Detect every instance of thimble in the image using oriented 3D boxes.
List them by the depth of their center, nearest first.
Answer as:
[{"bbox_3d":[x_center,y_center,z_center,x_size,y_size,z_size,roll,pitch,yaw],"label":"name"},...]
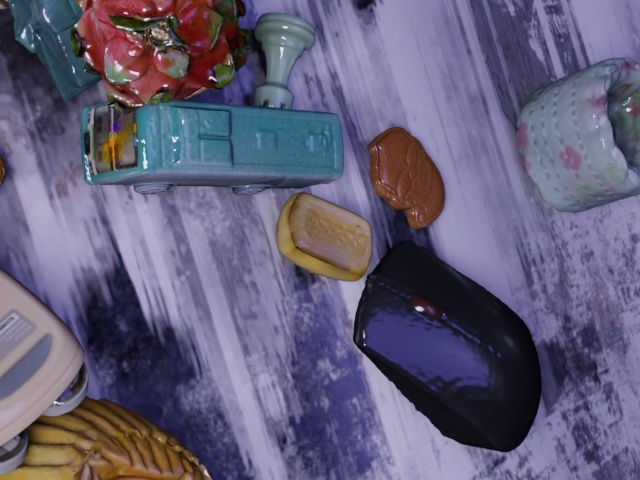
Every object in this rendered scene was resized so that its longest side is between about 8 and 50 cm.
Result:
[{"bbox_3d":[0.381,-0.148,1.434,0.211,0.149,0.185,-44,107,-41],"label":"thimble"}]

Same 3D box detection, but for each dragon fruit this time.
[{"bbox_3d":[-0.124,-0.191,0.892,0.236,0.135,0.137,-48,131,-59],"label":"dragon fruit"}]

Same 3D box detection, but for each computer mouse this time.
[{"bbox_3d":[-0.288,0.069,0.761,0.237,0.082,0.145,34,47,5],"label":"computer mouse"},{"bbox_3d":[0.166,0.127,1.203,0.295,0.087,0.168,41,58,-25],"label":"computer mouse"}]

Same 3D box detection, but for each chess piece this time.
[{"bbox_3d":[-0.045,-0.185,1.111,0.067,0.067,0.103,18,77,-39],"label":"chess piece"}]

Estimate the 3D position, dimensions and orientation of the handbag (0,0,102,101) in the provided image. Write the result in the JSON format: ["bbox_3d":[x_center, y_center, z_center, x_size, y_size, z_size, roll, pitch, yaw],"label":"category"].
[{"bbox_3d":[-0.212,-0.303,0.961,0.274,0.100,0.268,-45,117,-38],"label":"handbag"}]

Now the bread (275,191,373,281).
[{"bbox_3d":[0.000,0.000,1.104,0.115,0.056,0.082,20,62,-33],"label":"bread"}]

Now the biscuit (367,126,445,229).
[{"bbox_3d":[0.105,-0.077,1.247,0.130,0.019,0.102,48,51,-22],"label":"biscuit"}]

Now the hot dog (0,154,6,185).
[{"bbox_3d":[-0.302,-0.067,0.856,0.083,0.035,0.058,38,56,-30],"label":"hot dog"}]

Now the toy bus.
[{"bbox_3d":[-0.098,-0.092,1.006,0.262,0.109,0.091,-3,87,-42],"label":"toy bus"}]

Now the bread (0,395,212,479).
[{"bbox_3d":[-0.172,0.230,0.812,0.240,0.139,0.239,40,39,-43],"label":"bread"}]
